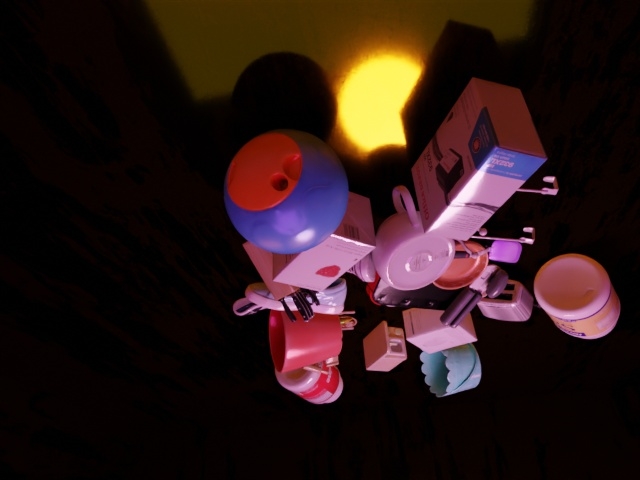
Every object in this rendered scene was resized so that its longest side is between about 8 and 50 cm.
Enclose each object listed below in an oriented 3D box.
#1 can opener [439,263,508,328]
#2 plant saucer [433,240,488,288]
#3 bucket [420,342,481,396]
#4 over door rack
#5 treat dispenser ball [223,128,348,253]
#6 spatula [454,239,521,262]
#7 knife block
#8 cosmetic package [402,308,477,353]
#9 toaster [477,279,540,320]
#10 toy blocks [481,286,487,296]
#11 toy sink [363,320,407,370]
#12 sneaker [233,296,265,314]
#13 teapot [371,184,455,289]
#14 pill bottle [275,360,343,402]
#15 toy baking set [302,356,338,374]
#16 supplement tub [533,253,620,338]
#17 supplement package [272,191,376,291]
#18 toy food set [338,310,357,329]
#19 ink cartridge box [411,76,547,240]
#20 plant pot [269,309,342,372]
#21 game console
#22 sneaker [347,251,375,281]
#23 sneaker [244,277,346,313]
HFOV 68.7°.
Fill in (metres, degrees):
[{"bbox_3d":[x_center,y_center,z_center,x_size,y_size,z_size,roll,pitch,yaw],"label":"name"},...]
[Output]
[{"bbox_3d":[0.530,0.203,1.613,0.076,0.095,0.283,22,112,-27],"label":"can opener"},{"bbox_3d":[0.449,0.076,1.538,0.200,0.037,0.199,-6,128,-7],"label":"plant saucer"},{"bbox_3d":[0.617,0.589,2.224,0.183,0.281,0.281,-4,147,-15],"label":"bucket"},{"bbox_3d":[0.505,-0.060,1.362,0.325,0.108,0.239,-4,140,0],"label":"over door rack"},{"bbox_3d":[-0.079,-0.112,1.089,0.289,0.288,0.288,-2,146,-2],"label":"treat dispenser ball"},{"bbox_3d":[0.487,0.038,1.473,0.297,0.030,0.084,-3,124,-9],"label":"spatula"},{"bbox_3d":[-0.119,0.130,1.489,0.088,0.242,0.276,-29,138,31],"label":"knife block"},{"bbox_3d":[0.505,0.361,1.982,0.225,0.138,0.224,-23,142,28],"label":"cosmetic package"},{"bbox_3d":[0.696,0.223,1.768,0.227,0.129,0.146,3,153,43],"label":"toaster"},{"bbox_3d":[0.580,0.172,1.750,0.054,0.123,0.148,40,159,1],"label":"toy blocks"},{"bbox_3d":[0.305,0.484,2.137,0.131,0.152,0.234,8,143,-17],"label":"toy sink"},{"bbox_3d":[-0.220,0.227,1.790,0.217,0.079,0.121,-18,168,-1],"label":"sneaker"},{"bbox_3d":[0.249,0.002,1.354,0.253,0.187,0.256,23,117,-34],"label":"teapot"},{"bbox_3d":[-0.038,0.670,2.313,0.229,0.228,0.407,-15,145,17],"label":"pill bottle"},{"bbox_3d":[-0.029,0.486,2.087,0.256,0.196,0.030,17,176,-17],"label":"toy baking set"},{"bbox_3d":[0.946,0.216,1.716,0.241,0.240,0.331,-24,140,28],"label":"supplement tub"},{"bbox_3d":[0.000,0.000,1.365,0.178,0.175,0.293,16,142,-27],"label":"supplement package"},{"bbox_3d":[0.094,0.367,2.043,0.133,0.038,0.192,-4,146,1],"label":"toy food set"},{"bbox_3d":[0.346,-0.177,1.090,0.129,0.223,0.307,8,145,-15],"label":"ink cartridge box"},{"bbox_3d":[-0.058,0.378,1.870,0.243,0.274,0.275,-1,147,-19],"label":"plant pot"},{"bbox_3d":[0.377,0.101,1.604,0.387,0.060,0.341,7,125,-17],"label":"game console"},{"bbox_3d":[0.091,0.075,1.461,0.161,0.102,0.282,-1,-179,7],"label":"sneaker"},{"bbox_3d":[-0.079,0.161,1.662,0.366,0.135,0.150,7,107,-21],"label":"sneaker"}]
